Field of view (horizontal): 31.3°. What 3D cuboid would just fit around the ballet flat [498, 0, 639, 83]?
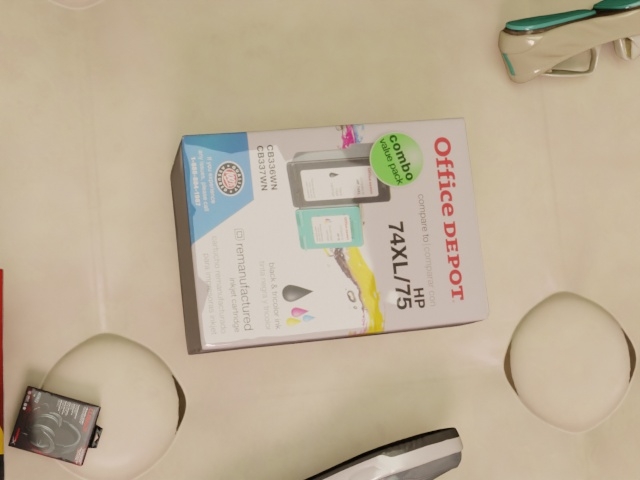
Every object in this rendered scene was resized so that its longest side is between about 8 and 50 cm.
[{"bbox_3d":[0.315,-0.231,1.280,0.248,0.086,0.086,-16,86,-10],"label":"ballet flat"}]

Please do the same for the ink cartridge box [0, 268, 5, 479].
[{"bbox_3d":[-0.431,0.162,0.961,0.309,0.130,0.272,1,79,-26],"label":"ink cartridge box"}]

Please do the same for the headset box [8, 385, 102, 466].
[{"bbox_3d":[-0.260,0.186,1.140,0.083,0.032,0.062,18,80,-6],"label":"headset box"}]

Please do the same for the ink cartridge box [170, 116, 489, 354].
[{"bbox_3d":[0.000,0.000,1.125,0.270,0.197,0.198,-6,84,-11],"label":"ink cartridge box"}]

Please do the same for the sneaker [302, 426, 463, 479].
[{"bbox_3d":[0.033,0.314,1.126,0.295,0.124,0.178,-25,83,-4],"label":"sneaker"}]
